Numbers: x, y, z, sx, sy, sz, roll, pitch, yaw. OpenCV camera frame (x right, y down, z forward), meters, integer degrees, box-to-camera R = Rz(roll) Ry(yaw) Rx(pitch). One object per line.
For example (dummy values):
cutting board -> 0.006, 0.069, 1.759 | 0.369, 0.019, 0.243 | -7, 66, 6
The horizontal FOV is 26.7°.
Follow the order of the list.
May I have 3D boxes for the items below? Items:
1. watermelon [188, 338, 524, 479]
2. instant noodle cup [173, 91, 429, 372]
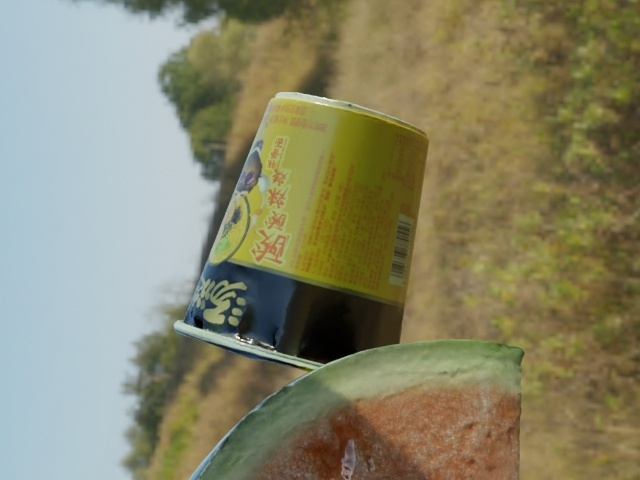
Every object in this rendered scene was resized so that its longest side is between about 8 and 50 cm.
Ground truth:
watermelon -> 0.035, 0.202, 0.972 | 0.283, 0.292, 0.250 | -8, -68, -45
instant noodle cup -> 0.000, 0.000, 1.210 | 0.215, 0.215, 0.236 | 116, 170, -89
